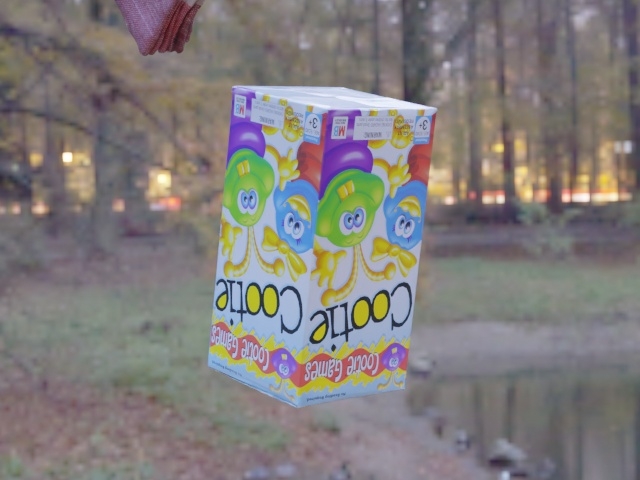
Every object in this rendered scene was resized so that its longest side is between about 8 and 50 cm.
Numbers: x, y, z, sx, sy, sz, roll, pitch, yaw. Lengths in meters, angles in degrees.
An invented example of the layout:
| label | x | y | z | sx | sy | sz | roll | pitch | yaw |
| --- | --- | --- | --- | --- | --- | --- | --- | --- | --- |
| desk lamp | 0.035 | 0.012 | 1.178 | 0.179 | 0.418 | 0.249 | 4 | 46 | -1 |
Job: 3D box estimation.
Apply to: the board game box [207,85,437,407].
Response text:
| label | x | y | z | sx | sy | sz | roll | pitch | yaw |
| --- | --- | --- | --- | --- | --- | --- | --- | --- | --- |
| board game box | 0.000 | 0.000 | 1.425 | 0.144 | 0.275 | 0.142 | -5 | 16 | -41 |

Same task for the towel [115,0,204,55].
| label | x | y | z | sx | sy | sz | roll | pitch | yaw |
| --- | --- | --- | --- | --- | --- | --- | --- | --- | --- |
| towel | -0.076 | -0.315 | 0.997 | 0.037 | 0.237 | 0.329 | -1 | -37 | -42 |
